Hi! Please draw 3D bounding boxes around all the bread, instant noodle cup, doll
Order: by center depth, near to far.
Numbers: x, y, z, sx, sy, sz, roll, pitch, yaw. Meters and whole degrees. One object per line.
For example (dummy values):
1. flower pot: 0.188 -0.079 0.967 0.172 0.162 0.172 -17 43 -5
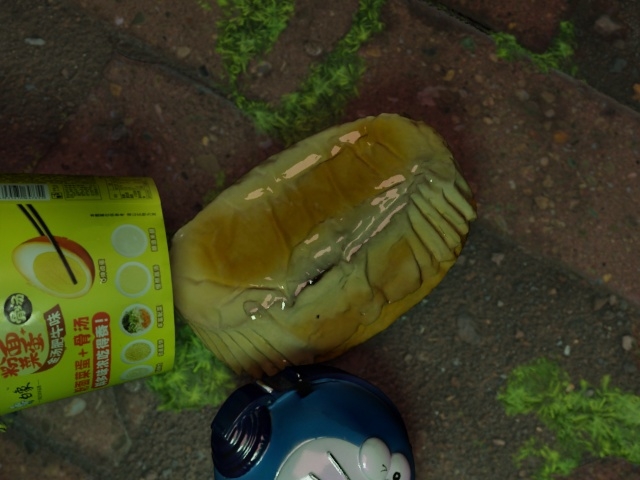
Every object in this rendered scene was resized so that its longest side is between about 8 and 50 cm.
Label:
1. doll: -0.022 0.294 1.571 0.284 0.240 0.310 27 88 -34
2. instant noodle cup: -0.293 0.054 1.619 0.221 0.311 0.311 -6 73 -12
3. bread: 0.005 0.010 1.695 0.389 0.183 0.236 -29 60 -2
